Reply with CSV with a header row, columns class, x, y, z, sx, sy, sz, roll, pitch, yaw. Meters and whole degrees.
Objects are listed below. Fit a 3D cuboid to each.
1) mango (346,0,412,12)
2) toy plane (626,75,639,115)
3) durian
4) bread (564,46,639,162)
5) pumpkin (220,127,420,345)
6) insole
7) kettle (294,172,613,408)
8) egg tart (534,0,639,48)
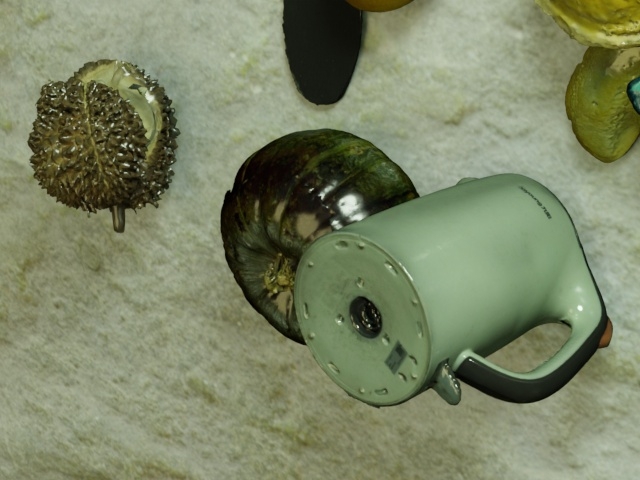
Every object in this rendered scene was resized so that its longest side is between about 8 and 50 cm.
class,x,y,z,sx,sy,sz,roll,pitch,yaw
mango,0.076,-0.313,1.656,0.136,0.099,0.227,45,126,30
toy plane,0.345,-0.122,1.471,0.235,0.060,0.096,8,89,23
durian,-0.237,-0.102,1.991,0.167,0.196,0.196,1,109,42
bread,0.284,-0.119,1.563,0.149,0.065,0.187,51,134,7
pumpkin,-0.001,0.001,1.827,0.238,0.159,0.238,19,122,33
insole,0.000,-0.282,1.802,0.110,0.012,0.309,17,119,40
kettle,0.137,0.055,1.644,0.240,0.255,0.165,46,132,22
egg tart,0.247,-0.252,1.484,0.191,0.074,0.191,-7,77,29
